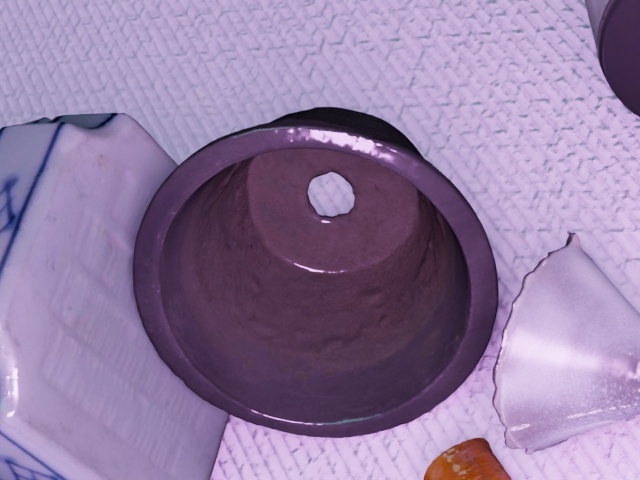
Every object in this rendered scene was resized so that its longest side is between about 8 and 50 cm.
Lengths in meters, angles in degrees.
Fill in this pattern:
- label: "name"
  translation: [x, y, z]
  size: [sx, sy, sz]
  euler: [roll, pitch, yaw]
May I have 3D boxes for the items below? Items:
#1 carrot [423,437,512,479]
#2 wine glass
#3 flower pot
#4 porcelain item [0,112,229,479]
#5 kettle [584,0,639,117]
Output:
- label: "carrot"
  translation: [0.145, 0.222, 1.114]
  size: [0.057, 0.057, 0.224]
  euler: [-39, 47, 1]
- label: "wine glass"
  translation: [0.246, 0.095, 1.084]
  size: [0.232, 0.156, 0.156]
  euler: [12, 64, 34]
- label: "flower pot"
  translation: [0.000, 0.000, 1.275]
  size: [0.269, 0.269, 0.166]
  euler: [-23, 26, 16]
- label: "porcelain item"
  translation: [-0.194, 0.064, 1.295]
  size: [0.157, 0.286, 0.281]
  euler: [-4, 56, 34]
- label: "kettle"
  translation: [0.306, -0.317, 1.238]
  size: [0.250, 0.361, 0.376]
  euler: [4, 52, -8]
